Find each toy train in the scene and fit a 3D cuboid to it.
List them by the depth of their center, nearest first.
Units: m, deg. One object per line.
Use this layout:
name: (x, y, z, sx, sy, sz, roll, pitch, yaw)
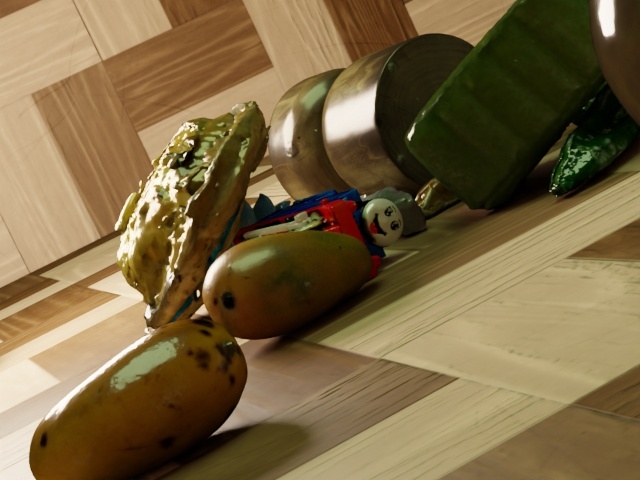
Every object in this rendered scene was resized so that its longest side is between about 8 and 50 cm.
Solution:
toy train: (0.000, 0.000, 1.661, 0.131, 0.083, 0.204, -28, 8, -34)

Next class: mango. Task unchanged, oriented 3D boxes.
mango: (-0.134, 0.124, 1.218, 0.178, 0.090, 0.115, -29, -2, -8)
mango: (-0.026, 0.034, 1.491, 0.163, 0.089, 0.111, -18, 5, -12)

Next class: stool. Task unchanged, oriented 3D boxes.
stool: (0.076, -0.128, 1.924, 0.179, 0.179, 0.264, -29, 9, -27)

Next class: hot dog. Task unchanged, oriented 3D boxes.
hot dog: (0.131, -0.053, 1.779, 0.090, 0.034, 0.030, -30, 8, -26)

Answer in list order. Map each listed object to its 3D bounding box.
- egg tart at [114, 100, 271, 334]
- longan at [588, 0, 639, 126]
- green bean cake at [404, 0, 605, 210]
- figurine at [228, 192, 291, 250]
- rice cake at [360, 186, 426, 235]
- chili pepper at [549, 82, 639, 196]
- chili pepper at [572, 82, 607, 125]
egg tart: (-0.150, -0.027, 1.762, 0.291, 0.107, 0.291, -156, 90, -80)
longan: (0.319, -0.142, 1.037, 0.300, 0.243, 0.300, 11, 11, -2)
green bean cake: (0.203, -0.151, 1.655, 0.248, 0.125, 0.222, -48, -1, 20)
figurine: (-0.067, -0.007, 1.838, 0.114, 0.114, 0.079, -20, 14, 37)
rice cake: (0.065, -0.027, 1.783, 0.036, 0.047, 0.206, -43, 10, -13)
chili pepper: (0.262, -0.093, 1.587, 0.088, 0.059, 0.227, -48, -2, 40)
chili pepper: (0.330, -0.186, 1.934, 0.100, 0.074, 0.257, -24, 2, 33)
